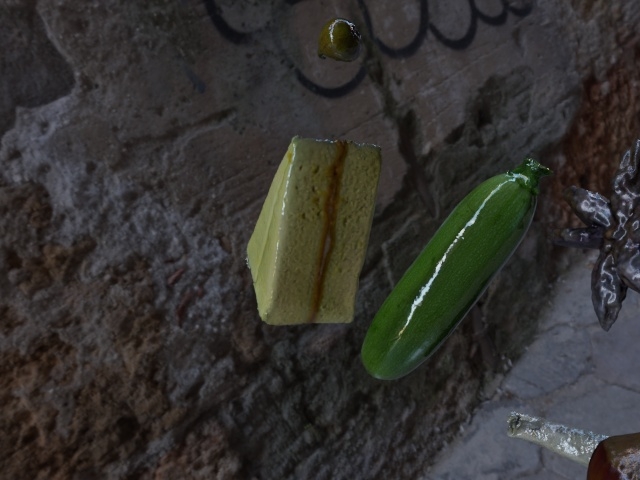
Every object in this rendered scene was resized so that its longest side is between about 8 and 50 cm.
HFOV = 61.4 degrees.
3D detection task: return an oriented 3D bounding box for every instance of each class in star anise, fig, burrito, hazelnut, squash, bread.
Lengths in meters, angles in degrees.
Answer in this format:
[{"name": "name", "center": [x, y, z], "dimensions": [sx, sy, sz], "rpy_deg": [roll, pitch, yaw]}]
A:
[{"name": "star anise", "center": [0.369, -0.013, 0.620], "dimensions": [0.197, 0.073, 0.212], "rpy_deg": [-45, 46, 35]}, {"name": "fig", "center": [0.028, -0.379, 1.035], "dimensions": [0.098, 0.082, 0.084], "rpy_deg": [-17, 2, 27]}, {"name": "burrito", "center": [0.541, 0.454, 1.238], "dimensions": [0.226, 0.087, 0.060], "rpy_deg": [11, 4, 31]}, {"name": "hazelnut", "center": [0.529, 0.400, 0.833], "dimensions": [0.212, 0.181, 0.181], "rpy_deg": [1, 46, 33]}, {"name": "squash", "center": [0.179, 0.052, 0.761], "dimensions": [0.395, 0.107, 0.107], "rpy_deg": [-55, 16, 15]}, {"name": "bread", "center": [0.001, -0.004, 0.811], "dimensions": [0.168, 0.264, 0.163], "rpy_deg": [0, 51, -23]}]
